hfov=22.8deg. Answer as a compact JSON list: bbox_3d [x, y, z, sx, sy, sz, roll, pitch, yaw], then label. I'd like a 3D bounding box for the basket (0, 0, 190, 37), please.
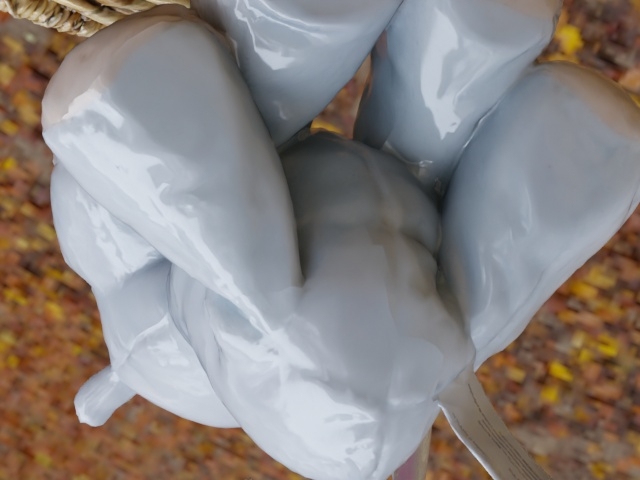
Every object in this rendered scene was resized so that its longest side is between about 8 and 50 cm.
[{"bbox_3d":[-0.126,-0.259,0.841,0.299,0.213,0.223,11,143,-35],"label":"basket"}]

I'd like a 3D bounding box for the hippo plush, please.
[{"bbox_3d":[0.000,0.000,0.711,0.294,0.234,0.236,65,160,-4],"label":"hippo plush"}]

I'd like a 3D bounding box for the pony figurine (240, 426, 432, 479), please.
[{"bbox_3d":[0.050,0.314,1.366,0.363,0.303,0.351,34,136,33],"label":"pony figurine"}]
